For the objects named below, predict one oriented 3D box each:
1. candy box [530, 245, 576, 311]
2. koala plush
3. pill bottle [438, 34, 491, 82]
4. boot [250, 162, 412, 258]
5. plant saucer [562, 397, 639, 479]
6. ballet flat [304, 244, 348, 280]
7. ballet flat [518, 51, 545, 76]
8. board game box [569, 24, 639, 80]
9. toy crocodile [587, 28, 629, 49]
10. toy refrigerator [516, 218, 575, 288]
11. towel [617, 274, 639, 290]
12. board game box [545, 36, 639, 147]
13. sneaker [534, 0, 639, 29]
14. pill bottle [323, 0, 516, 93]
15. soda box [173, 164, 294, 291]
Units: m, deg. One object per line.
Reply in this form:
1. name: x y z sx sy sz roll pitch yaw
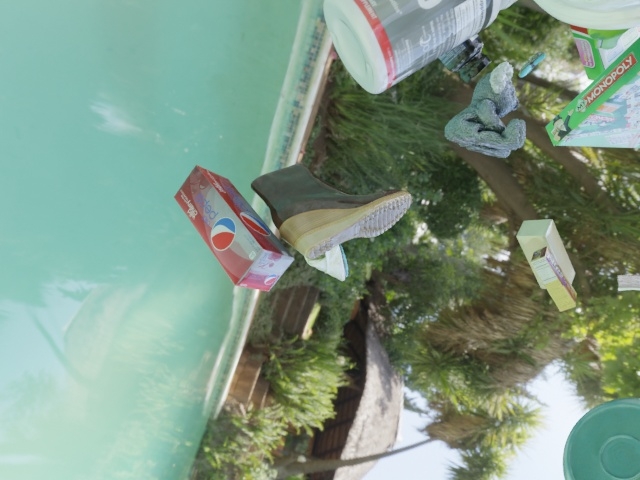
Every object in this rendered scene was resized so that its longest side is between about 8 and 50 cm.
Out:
1. candy box: 0.753 0.122 1.507 0.053 0.186 0.109 -30 180 34
2. koala plush: 0.469 -0.369 1.299 0.196 0.203 0.221 -9 115 -84
3. pill bottle: 0.398 -0.581 1.378 0.123 0.219 0.123 -41 -174 5
4. boot: 0.019 -0.087 0.861 0.207 0.248 0.090 53 -24 32
5. plant saucer: 0.682 0.490 1.039 0.317 0.044 0.317 -45 -160 21
6. ballet flat: 0.000 0.000 1.399 0.400 0.139 0.139 81 21 -52
7. ballet flat: 0.777 -0.654 1.730 0.114 0.041 0.041 -42 -168 17
8. board game box: 0.656 -0.550 1.012 0.242 0.316 0.064 -39 -149 4
9. toy crocodile: 0.446 -0.406 0.677 0.340 0.105 0.115 37 51 -60
10. toy refrigerator: 0.807 0.050 1.664 0.102 0.269 0.094 -3 -139 49
11. towel: 1.045 0.142 1.508 0.197 0.144 0.029 -13 99 -57
12. board game box: 0.573 -0.233 0.767 0.213 0.317 0.046 123 -39 -59
13. sneaker: 0.293 -0.235 0.342 0.114 0.305 0.152 -50 139 -10
14. pill bottle: 0.162 -0.361 0.700 0.283 0.161 0.161 -32 -178 -2
15. soda box: -0.165 -0.026 0.859 0.083 0.263 0.092 -52 145 13
